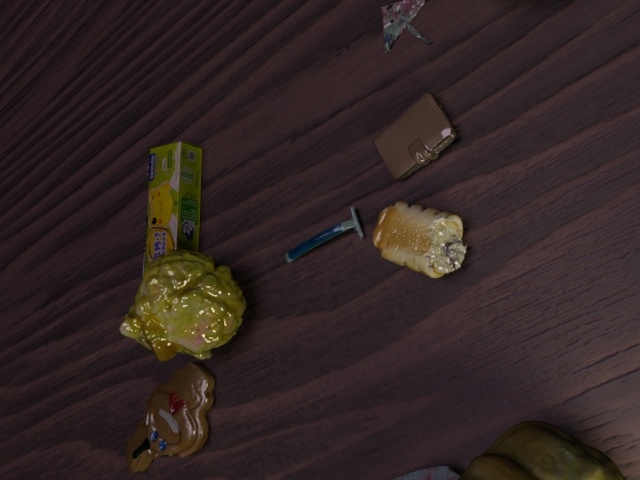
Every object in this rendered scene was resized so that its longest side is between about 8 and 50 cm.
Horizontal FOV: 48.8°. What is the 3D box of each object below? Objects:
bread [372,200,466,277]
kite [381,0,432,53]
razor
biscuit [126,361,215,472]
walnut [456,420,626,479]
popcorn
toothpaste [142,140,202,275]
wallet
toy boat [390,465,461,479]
[{"bbox_3d":[0.178,-0.005,1.267,0.177,0.084,0.119,21,93,37],"label":"bread"},{"bbox_3d":[0.169,-0.430,1.400,0.139,0.011,0.156,-53,56,19],"label":"kite"},{"bbox_3d":[-0.002,-0.001,1.426,0.191,0.037,0.068,-27,68,29],"label":"razor"},{"bbox_3d":[-0.344,0.415,1.594,0.320,0.047,0.183,-41,58,25],"label":"biscuit"},{"bbox_3d":[0.311,0.413,0.983,0.282,0.253,0.277,-47,64,9],"label":"walnut"},{"bbox_3d":[-0.291,0.133,1.496,0.259,0.259,0.212,-56,20,14],"label":"popcorn"},{"bbox_3d":[-0.347,-0.069,1.663,0.110,0.077,0.327,-7,78,33],"label":"toothpaste"},{"bbox_3d":[0.178,-0.193,1.331,0.153,0.039,0.118,-37,60,29],"label":"wallet"},{"bbox_3d":[0.146,0.480,1.196,0.282,0.096,0.206,-4,74,37],"label":"toy boat"}]
